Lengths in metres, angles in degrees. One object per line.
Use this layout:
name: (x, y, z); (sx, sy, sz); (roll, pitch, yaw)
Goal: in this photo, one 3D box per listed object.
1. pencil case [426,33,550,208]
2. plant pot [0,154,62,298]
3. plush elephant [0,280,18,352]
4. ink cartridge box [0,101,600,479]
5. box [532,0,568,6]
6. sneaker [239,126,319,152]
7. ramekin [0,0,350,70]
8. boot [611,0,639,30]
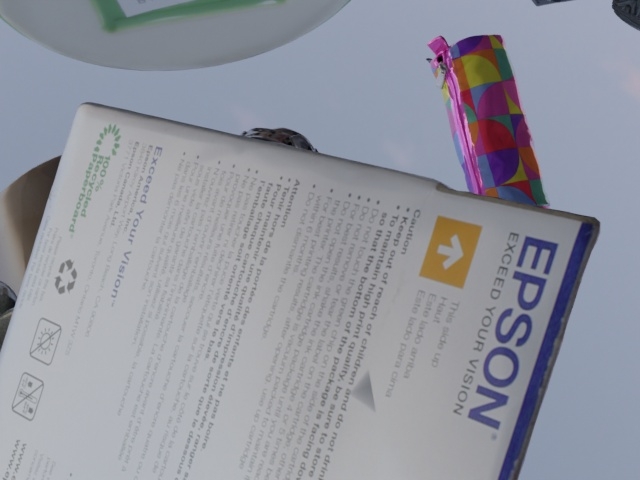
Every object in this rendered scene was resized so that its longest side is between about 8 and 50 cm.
pencil case: (0.199, -0.132, 1.540); (0.104, 0.104, 0.236); (-13, -99, -22)
plant pot: (-0.250, 0.057, 1.513); (0.323, 0.323, 0.280); (-21, -112, -27)
plush elephant: (-0.289, 0.103, 1.009); (0.330, 0.272, 0.255); (-49, -153, -8)
ink cartridge box: (-0.045, 0.121, 0.536); (0.071, 0.324, 0.330); (19, 179, -43)
box: (0.216, -0.299, 0.867); (0.247, 0.142, 0.163); (-42, -75, -11)
sneaker: (0.001, -0.002, 1.080); (0.226, 0.086, 0.163); (49, -170, -14)
ramekin: (-0.098, -0.241, 0.846); (0.303, 0.303, 0.148); (-3, -115, -15)
boot: (0.340, -0.301, 1.136); (0.076, 0.189, 0.208); (37, -96, 3)
